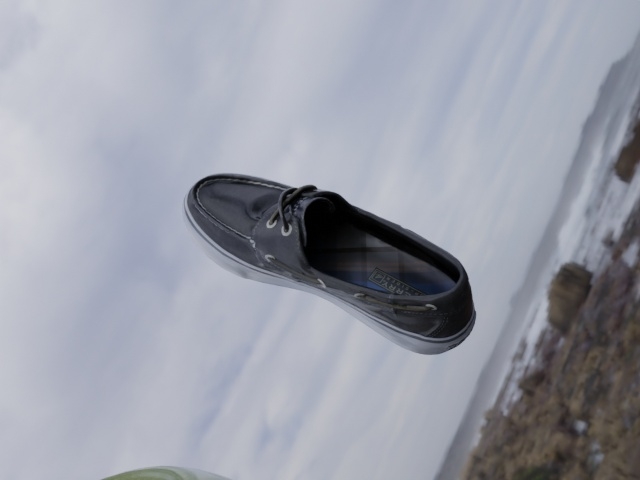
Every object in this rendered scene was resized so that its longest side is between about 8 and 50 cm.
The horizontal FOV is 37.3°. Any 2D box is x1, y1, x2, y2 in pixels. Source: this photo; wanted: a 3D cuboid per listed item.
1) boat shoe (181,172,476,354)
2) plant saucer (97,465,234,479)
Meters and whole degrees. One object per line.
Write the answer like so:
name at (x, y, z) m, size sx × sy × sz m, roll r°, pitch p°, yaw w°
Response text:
boat shoe at (0.000, 0.000, 0.640) m, size 0.080 × 0.228 × 0.076 m, roll -49°, pitch -25°, yaw -26°
plant saucer at (-0.131, 0.169, 0.421) m, size 0.037 × 0.241 × 0.241 m, roll 64°, pitch -152°, yaw -9°
